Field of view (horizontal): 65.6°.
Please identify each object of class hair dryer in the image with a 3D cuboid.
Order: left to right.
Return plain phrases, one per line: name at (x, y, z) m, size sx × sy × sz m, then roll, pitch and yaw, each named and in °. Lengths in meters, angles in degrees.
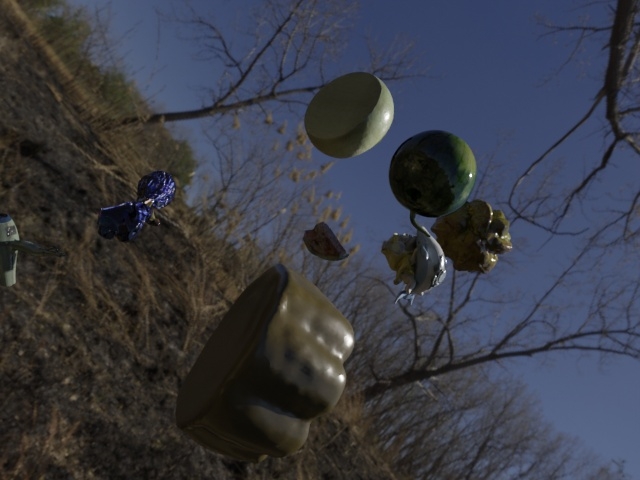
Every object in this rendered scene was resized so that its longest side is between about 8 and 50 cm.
hair dryer at (-0.645, 0.047, 1.087) m, size 0.199 × 0.067 × 0.167 m, roll 26°, pitch -62°, yaw 7°

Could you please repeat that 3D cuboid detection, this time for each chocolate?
chocolate at (-0.540, -0.093, 1.484) m, size 0.148 × 0.126 × 0.343 m, roll 54°, pitch 24°, yaw -20°

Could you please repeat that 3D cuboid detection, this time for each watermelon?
watermelon at (0.000, 0.000, 1.561) m, size 0.187 × 0.071 × 0.139 m, roll 29°, pitch -34°, yaw 33°
watermelon at (0.234, -0.133, 1.074) m, size 0.188 × 0.214 × 0.188 m, roll 32°, pitch -3°, yaw 2°

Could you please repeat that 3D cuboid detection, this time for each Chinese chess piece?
Chinese chess piece at (0.077, -0.340, 1.352) m, size 0.250 × 0.250 × 0.101 m, roll 36°, pitch -6°, yaw 44°

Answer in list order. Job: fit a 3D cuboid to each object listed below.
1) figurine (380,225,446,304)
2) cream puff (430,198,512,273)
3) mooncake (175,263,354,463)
figurine at (0.234, 0.064, 1.277) m, size 0.184 × 0.208 × 0.128 m, roll 20°, pitch 2°, yaw 36°
cream puff at (0.476, -0.015, 1.559) m, size 0.244 × 0.244 × 0.196 m, roll 60°, pitch 7°, yaw -33°
mooncake at (-0.107, 0.243, 0.983) m, size 0.201 × 0.378 × 0.378 m, roll 38°, pitch -11°, yaw -14°
